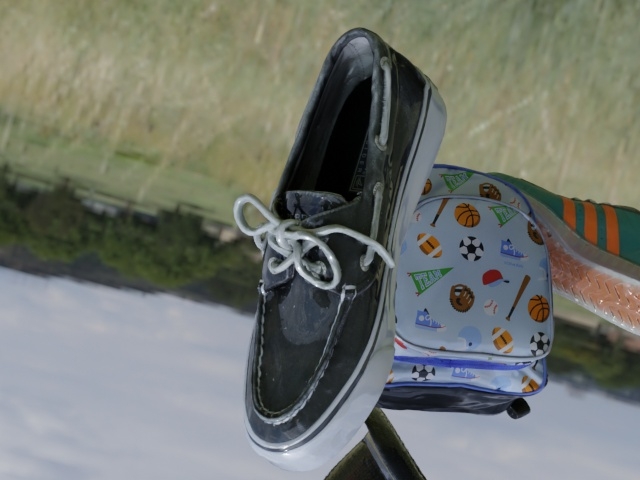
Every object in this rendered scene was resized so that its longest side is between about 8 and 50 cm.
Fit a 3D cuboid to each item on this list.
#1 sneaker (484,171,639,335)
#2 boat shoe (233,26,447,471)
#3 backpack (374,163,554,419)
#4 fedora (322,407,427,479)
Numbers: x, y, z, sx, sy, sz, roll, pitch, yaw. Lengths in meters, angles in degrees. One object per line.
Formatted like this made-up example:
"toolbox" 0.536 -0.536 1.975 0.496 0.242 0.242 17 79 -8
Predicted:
"sneaker" 0.320 -0.001 1.705 0.302 0.108 0.121 34 -132 13
"boat shoe" 0.004 0.000 0.954 0.113 0.306 0.105 11 162 37
"backpack" 0.132 0.047 1.553 0.276 0.263 0.213 8 154 -21
"fedora" 0.081 0.363 1.823 0.334 0.152 0.334 58 179 2
